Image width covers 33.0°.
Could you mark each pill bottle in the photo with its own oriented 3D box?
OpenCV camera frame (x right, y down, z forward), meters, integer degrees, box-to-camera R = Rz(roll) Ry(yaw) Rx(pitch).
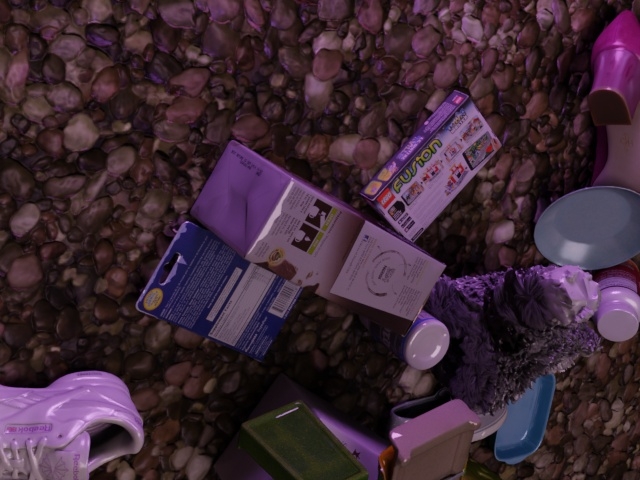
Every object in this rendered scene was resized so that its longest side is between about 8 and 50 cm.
[{"bbox_3d":[0.487,0.097,1.781,0.086,0.152,0.086,6,123,9],"label":"pill bottle"},{"bbox_3d":[0.119,0.126,1.577,0.078,0.137,0.078,-13,117,-28],"label":"pill bottle"}]

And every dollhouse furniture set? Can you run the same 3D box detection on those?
[{"bbox_3d":[0.048,0.307,1.429,0.301,0.151,0.198,-18,130,-36],"label":"dollhouse furniture set"}]

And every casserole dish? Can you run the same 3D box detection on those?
[{"bbox_3d":[0.342,0.296,1.860,0.114,0.037,0.189,-5,114,-31],"label":"casserole dish"}]

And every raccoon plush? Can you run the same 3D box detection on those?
[{"bbox_3d":[0.356,0.122,1.579,0.299,0.446,0.216,-13,91,-26],"label":"raccoon plush"}]

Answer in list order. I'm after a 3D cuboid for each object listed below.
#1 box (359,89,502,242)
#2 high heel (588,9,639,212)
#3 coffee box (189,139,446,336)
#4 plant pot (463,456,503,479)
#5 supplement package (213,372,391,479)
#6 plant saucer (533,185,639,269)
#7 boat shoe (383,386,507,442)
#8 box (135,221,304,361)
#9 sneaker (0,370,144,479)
[{"bbox_3d":[0.162,-0.104,1.564,0.207,0.036,0.114,-47,127,-6],"label":"box"},{"bbox_3d":[0.501,-0.175,1.716,0.181,0.127,0.377,-66,151,-30],"label":"high heel"},{"bbox_3d":[0.000,0.000,1.425,0.297,0.168,0.119,28,95,-37],"label":"coffee box"},{"bbox_3d":[0.203,0.463,1.735,0.207,0.228,0.227,40,88,-32],"label":"plant pot"},{"bbox_3d":[0.027,0.359,1.566,0.293,0.175,0.178,36,90,-26],"label":"supplement package"},{"bbox_3d":[0.439,-0.029,1.732,0.194,0.037,0.195,0,138,0],"label":"plant saucer"},{"bbox_3d":[0.208,0.278,1.739,0.227,0.079,0.081,-11,121,-25],"label":"boat shoe"},{"bbox_3d":[-0.134,0.066,1.452,0.225,0.036,0.136,28,94,-39],"label":"box"},{"bbox_3d":[-0.361,0.238,1.314,0.305,0.152,0.114,-10,118,-27],"label":"sneaker"}]
